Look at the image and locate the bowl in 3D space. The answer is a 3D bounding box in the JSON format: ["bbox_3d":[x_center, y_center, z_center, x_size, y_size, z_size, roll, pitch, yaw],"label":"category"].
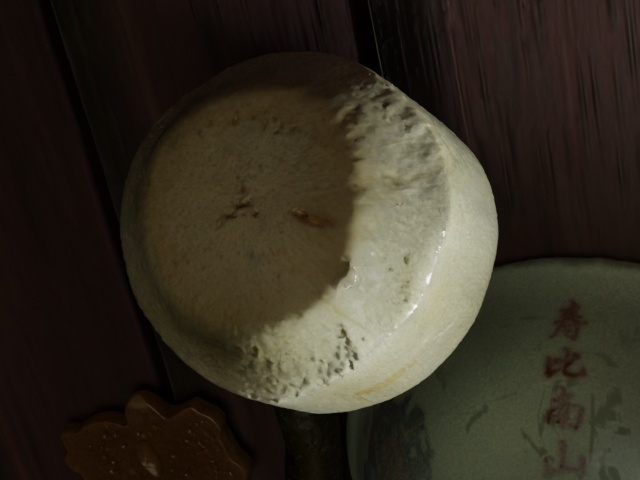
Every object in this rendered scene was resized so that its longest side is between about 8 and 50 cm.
[{"bbox_3d":[0.200,0.247,1.051,0.434,0.196,0.435,9,124,14],"label":"bowl"}]

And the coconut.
[{"bbox_3d":[0.000,0.000,0.942,0.237,0.266,0.237,-2,85,17],"label":"coconut"}]

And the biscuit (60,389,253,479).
[{"bbox_3d":[-0.148,0.197,1.247,0.184,0.027,0.133,-27,110,33],"label":"biscuit"}]

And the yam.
[{"bbox_3d":[-0.006,0.182,1.167,0.061,0.061,0.253,2,121,18],"label":"yam"}]
